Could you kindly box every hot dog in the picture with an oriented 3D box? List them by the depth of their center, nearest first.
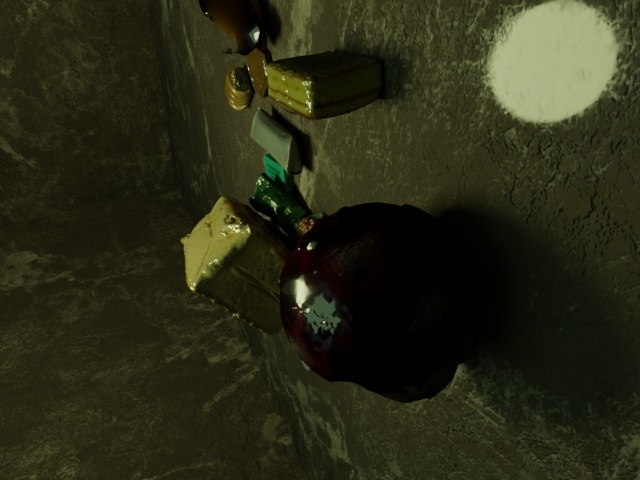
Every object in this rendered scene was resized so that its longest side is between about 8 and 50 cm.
[{"bbox_3d":[-0.248,-0.691,1.467,0.194,0.107,0.325,-44,69,47],"label":"hot dog"}]

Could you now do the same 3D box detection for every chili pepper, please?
[{"bbox_3d":[-0.127,-0.099,1.600,0.270,0.099,0.136,44,114,26],"label":"chili pepper"}]

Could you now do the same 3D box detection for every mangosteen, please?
[{"bbox_3d":[0.129,0.113,0.930,0.381,0.422,0.380,-38,38,38],"label":"mangosteen"}]

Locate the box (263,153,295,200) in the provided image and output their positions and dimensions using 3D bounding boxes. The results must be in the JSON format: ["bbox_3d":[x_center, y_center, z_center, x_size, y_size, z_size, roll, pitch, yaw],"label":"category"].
[{"bbox_3d":[-0.144,-0.183,1.701,0.161,0.042,0.226,40,141,50],"label":"box"}]

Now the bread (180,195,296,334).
[{"bbox_3d":[-0.243,0.069,1.588,0.371,0.279,0.390,40,-174,-29],"label":"bread"}]

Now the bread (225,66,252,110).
[{"bbox_3d":[-0.306,-0.557,1.749,0.177,0.084,0.119,131,119,-69],"label":"bread"}]

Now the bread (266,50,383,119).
[{"bbox_3d":[0.003,-0.347,1.054,0.234,0.184,0.110,43,147,53],"label":"bread"}]

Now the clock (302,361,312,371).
[{"bbox_3d":[-0.059,0.306,1.788,0.322,0.114,0.295,60,155,31],"label":"clock"}]

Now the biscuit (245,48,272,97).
[{"bbox_3d":[-0.214,-0.596,1.563,0.215,0.034,0.182,69,157,8],"label":"biscuit"}]

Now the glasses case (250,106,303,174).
[{"bbox_3d":[-0.134,-0.326,1.525,0.308,0.083,0.128,48,142,45],"label":"glasses case"}]

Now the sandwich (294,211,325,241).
[{"bbox_3d":[0.002,0.008,1.437,0.160,0.109,0.184,16,127,63],"label":"sandwich"}]
